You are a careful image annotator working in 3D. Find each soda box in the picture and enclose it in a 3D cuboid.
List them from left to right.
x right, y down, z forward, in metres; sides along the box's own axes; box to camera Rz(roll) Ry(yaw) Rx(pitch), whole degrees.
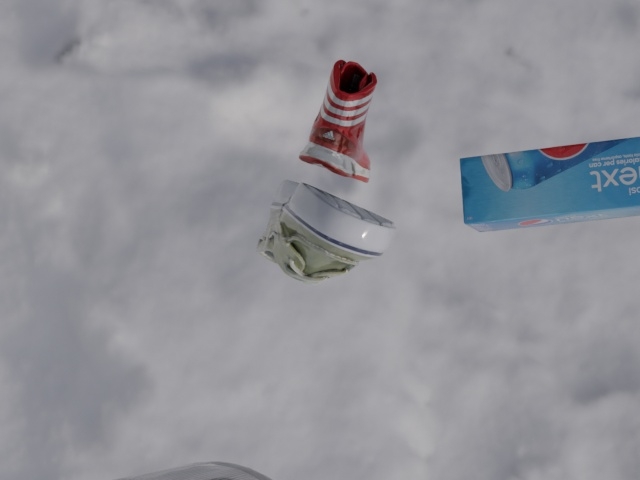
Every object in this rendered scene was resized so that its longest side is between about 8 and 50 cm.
[{"bbox_3d":[0.250,-0.057,1.404,0.210,0.067,0.071,-6,81,18],"label":"soda box"}]

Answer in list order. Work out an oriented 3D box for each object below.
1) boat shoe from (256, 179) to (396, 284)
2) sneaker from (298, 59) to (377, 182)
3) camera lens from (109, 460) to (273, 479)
[{"bbox_3d":[0.000,0.000,1.418,0.109,0.094,0.302,23,0,-10],"label":"boat shoe"},{"bbox_3d":[0.039,-0.141,1.642,0.087,0.128,0.221,22,6,1],"label":"sneaker"},{"bbox_3d":[-0.125,0.285,1.043,0.219,0.219,0.274,37,11,20],"label":"camera lens"}]
